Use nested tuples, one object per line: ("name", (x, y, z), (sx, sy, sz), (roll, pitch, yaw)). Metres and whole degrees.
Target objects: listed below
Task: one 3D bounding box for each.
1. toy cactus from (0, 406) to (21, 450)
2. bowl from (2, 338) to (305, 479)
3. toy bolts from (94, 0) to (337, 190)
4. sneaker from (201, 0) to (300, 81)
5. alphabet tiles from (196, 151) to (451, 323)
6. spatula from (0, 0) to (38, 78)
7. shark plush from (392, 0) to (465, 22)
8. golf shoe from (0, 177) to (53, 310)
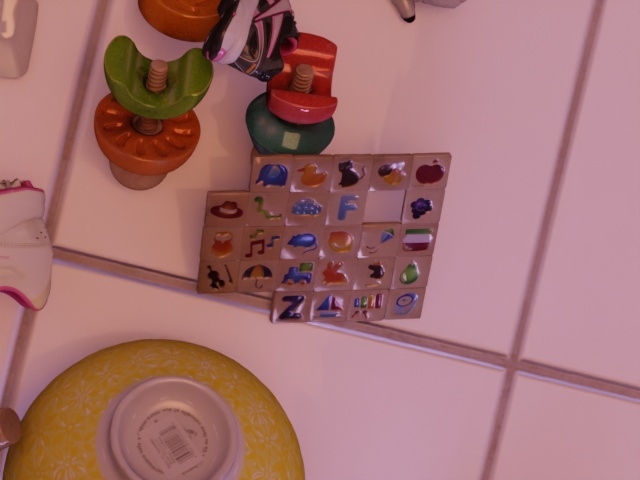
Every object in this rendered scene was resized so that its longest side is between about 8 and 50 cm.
("toy cactus", (-0.362, 0.193, 1.753), (0.180, 0.112, 0.219), (-18, 109, 26))
("bowl", (-0.144, 0.206, 1.749), (0.289, 0.156, 0.289), (5, 64, -10))
("toy bolts", (-0.097, -0.141, 1.847), (0.228, 0.158, 0.218), (12, 48, -5))
("sneaker", (-0.053, -0.206, 1.775), (0.077, 0.072, 0.178), (35, 44, -15))
("alphabet tiles", (0.000, 0.000, 1.858), (0.237, 0.009, 0.198), (-1, 125, -14))
("spatula", (-0.348, -0.283, 1.814), (0.168, 0.019, 0.242), (6, 86, -13))
("shark plush", (0.079, -0.289, 1.919), (0.161, 0.073, 0.067), (41, 61, 9))
("golf shoe", (-0.392, 0.038, 1.763), (0.306, 0.115, 0.140), (-15, 99, -12))
